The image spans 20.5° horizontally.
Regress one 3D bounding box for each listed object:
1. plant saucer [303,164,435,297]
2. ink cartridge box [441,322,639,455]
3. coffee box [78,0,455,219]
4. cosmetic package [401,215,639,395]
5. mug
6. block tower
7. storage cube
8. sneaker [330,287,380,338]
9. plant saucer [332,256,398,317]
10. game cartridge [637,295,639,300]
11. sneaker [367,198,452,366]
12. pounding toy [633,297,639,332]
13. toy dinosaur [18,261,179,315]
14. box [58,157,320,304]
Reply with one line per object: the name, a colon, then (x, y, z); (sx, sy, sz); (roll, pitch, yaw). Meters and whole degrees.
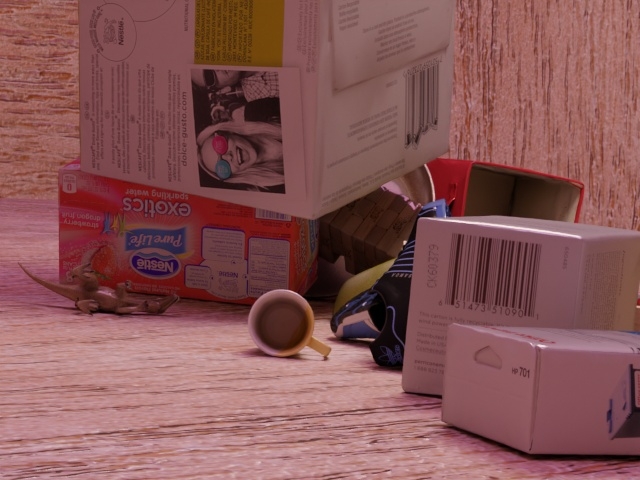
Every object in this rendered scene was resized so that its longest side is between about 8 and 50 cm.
plant saucer: (-0.003, -0.041, 2.349); (0.311, 0.310, 0.050); (6, -36, 7)
ink cartridge box: (0.205, 0.110, 1.313); (0.191, 0.082, 0.139); (2, 4, -24)
coffee box: (-0.060, -0.251, 2.086); (0.334, 0.338, 0.338); (12, 21, 29)
cosmetic package: (0.178, 0.059, 1.534); (0.151, 0.151, 0.184); (8, 5, 27)
mug: (-0.033, 0.087, 1.679); (0.062, 0.078, 0.064); (-27, -5, -2)
block tower: (0.036, -0.024, 2.249); (0.335, 0.097, 0.091); (25, -30, 21)
storage cube: (0.233, -0.016, 2.516); (0.215, 0.183, 0.193); (9, 1, -23)
sneaker: (0.110, 0.079, 1.814); (0.211, 0.081, 0.080); (-12, 17, 22)
plant saucer: (0.121, 0.031, 2.024); (0.241, 0.037, 0.241); (-19, -5, -2)
game cartridge: (0.362, 0.095, 2.077); (0.297, 0.062, 0.198); (8, 1, 45)
sneaker: (0.092, 0.039, 1.715); (0.090, 0.081, 0.232); (-14, 29, 12)
pounding toy: (0.355, 0.086, 1.780); (0.130, 0.100, 0.141); (7, 4, 28)
toy dinosaur: (-0.246, 0.059, 1.891); (0.183, 0.053, 0.092); (13, -12, 1)
box: (-0.158, -0.018, 2.165); (0.300, 0.154, 0.142); (5, 15, 13)
